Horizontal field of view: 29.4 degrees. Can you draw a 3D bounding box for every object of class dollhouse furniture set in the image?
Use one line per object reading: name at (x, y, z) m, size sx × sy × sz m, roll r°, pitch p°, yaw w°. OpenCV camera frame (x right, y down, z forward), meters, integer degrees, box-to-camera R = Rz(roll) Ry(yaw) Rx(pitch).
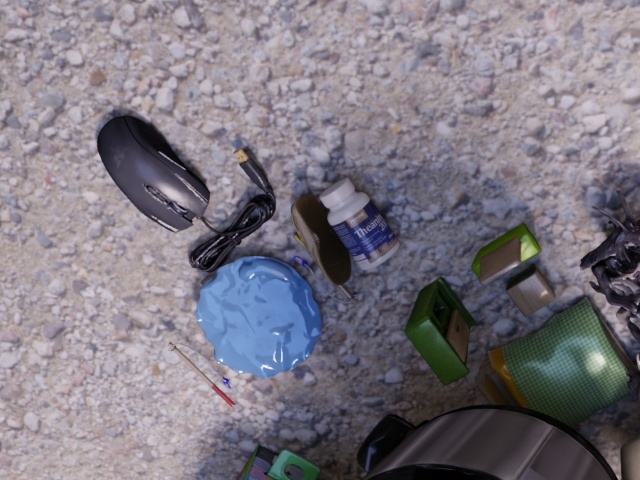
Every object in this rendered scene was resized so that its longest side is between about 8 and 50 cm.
dollhouse furniture set at (0.287, 0.161, 1.661) m, size 0.197 × 0.151 × 0.301 m, roll -33°, pitch 101°, yaw 20°

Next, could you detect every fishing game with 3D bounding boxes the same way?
fishing game at (-0.091, 0.110, 1.776) m, size 0.189 × 0.041 × 0.264 m, roll 44°, pitch 104°, yaw -8°

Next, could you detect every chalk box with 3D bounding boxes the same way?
chalk box at (-0.079, 0.412, 1.836) m, size 0.132 × 0.132 × 0.213 m, roll 30°, pitch 113°, yaw -2°

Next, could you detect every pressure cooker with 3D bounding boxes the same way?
pressure cooker at (0.213, 0.407, 1.546) m, size 0.375 × 0.420 × 0.370 m, roll -10°, pitch 95°, yaw 23°

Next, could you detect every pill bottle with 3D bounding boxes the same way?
pill bottle at (0.052, -0.024, 1.681) m, size 0.067 × 0.067 × 0.120 m, roll -30°, pitch 103°, yaw 20°

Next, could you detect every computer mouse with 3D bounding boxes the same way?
computer mouse at (-0.188, -0.084, 1.707) m, size 0.184 × 0.060 × 0.262 m, roll -35°, pitch 101°, yaw 21°

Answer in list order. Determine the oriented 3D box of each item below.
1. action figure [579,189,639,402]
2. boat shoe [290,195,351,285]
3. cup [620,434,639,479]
action figure at (0.439, 0.071, 1.598) m, size 0.141 × 0.164 × 0.276 m, roll 11°, pitch 126°, yaw 52°
boat shoe at (0.000, 0.000, 1.712) m, size 0.050 × 0.045 × 0.135 m, roll -27°, pitch 98°, yaw -23°
cup at (0.537, 0.336, 1.622) m, size 0.331 × 0.331 × 0.237 m, roll -36°, pitch 75°, yaw 21°
